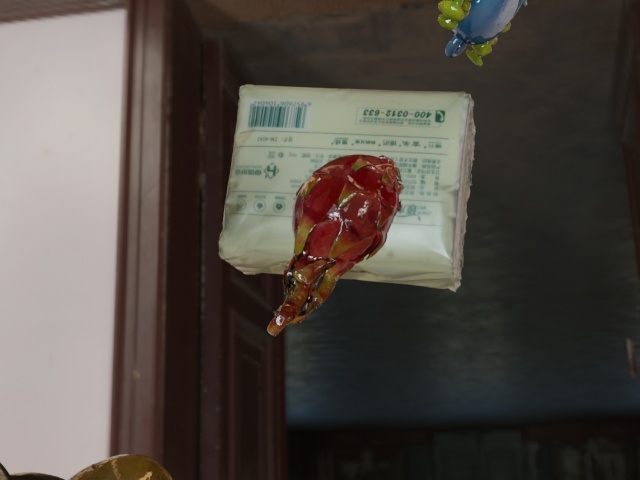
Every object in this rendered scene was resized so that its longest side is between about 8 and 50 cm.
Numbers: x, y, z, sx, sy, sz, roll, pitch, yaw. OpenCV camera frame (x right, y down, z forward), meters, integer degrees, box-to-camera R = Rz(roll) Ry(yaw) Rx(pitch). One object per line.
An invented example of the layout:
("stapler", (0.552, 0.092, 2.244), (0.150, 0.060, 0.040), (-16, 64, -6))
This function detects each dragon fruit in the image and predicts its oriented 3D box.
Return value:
("dragon fruit", (0.000, 0.000, 0.879), (0.094, 0.190, 0.094), (35, 168, 8))

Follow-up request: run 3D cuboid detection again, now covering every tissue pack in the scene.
("tissue pack", (0.049, -0.083, 1.556), (0.380, 0.297, 0.207), (6, 170, 14))

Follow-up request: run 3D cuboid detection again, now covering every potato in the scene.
("potato", (-0.266, 0.343, 1.222), (0.137, 0.176, 0.137), (40, 175, 4))

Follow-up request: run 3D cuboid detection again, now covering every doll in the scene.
("doll", (0.275, -0.430, 1.500), (0.098, 0.341, 0.346), (33, -159, 18))

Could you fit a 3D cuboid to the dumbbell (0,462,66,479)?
("dumbbell", (-0.265, 0.248, 0.719), (0.192, 0.192, 0.290), (-6, 154, 15))
